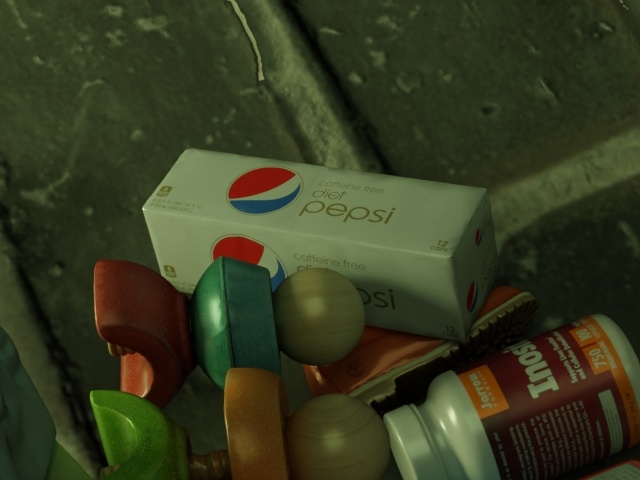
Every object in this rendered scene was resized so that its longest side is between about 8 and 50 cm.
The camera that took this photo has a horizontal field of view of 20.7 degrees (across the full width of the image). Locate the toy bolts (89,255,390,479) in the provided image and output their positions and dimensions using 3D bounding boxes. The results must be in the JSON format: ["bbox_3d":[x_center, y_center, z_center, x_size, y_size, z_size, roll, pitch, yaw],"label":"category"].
[{"bbox_3d":[-0.041,0.117,1.026,0.159,0.218,0.228,-8,44,0],"label":"toy bolts"}]

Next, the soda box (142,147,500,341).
[{"bbox_3d":[0.000,0.000,1.114,0.216,0.074,0.069,9,44,24],"label":"soda box"}]

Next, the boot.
[{"bbox_3d":[0.060,0.058,1.124,0.158,0.059,0.084,-27,58,-8],"label":"boot"}]

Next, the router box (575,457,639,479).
[{"bbox_3d":[0.086,0.319,0.874,0.301,0.082,0.335,-20,96,-6],"label":"router box"}]

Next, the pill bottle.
[{"bbox_3d":[0.120,0.109,1.073,0.152,0.086,0.086,-21,63,-7],"label":"pill bottle"}]

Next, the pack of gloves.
[{"bbox_3d":[-0.138,0.165,0.865,0.046,0.232,0.195,-3,52,15],"label":"pack of gloves"}]
